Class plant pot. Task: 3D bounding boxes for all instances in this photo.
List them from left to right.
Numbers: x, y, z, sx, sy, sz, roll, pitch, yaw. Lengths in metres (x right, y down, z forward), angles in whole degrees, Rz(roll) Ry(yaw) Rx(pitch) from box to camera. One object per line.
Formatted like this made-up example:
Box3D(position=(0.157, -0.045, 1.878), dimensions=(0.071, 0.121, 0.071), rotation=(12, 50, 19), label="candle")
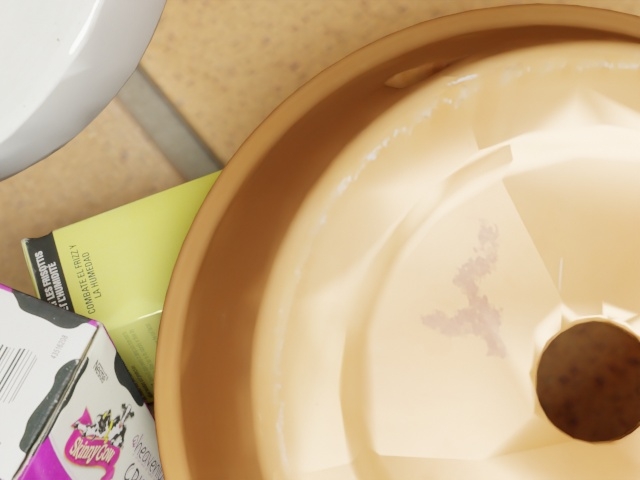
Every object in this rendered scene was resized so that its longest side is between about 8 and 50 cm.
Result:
Box3D(position=(0.080, 0.051, 0.636), dimensions=(0.291, 0.203, 0.290), rotation=(0, 86, 0), label="plant pot")

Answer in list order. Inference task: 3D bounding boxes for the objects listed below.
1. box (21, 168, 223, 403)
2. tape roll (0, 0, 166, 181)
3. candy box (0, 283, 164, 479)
Box3D(position=(0.000, 0.000, 0.792), dimensions=(0.232, 0.087, 0.058), rotation=(-20, 62, 0), label="box")
Box3D(position=(-0.207, -0.153, 0.826), dimensions=(0.286, 0.100, 0.286), rotation=(1, 94, 10), label="tape roll")
Box3D(position=(-0.182, 0.053, 0.754), dimensions=(0.233, 0.159, 0.071), rotation=(20, 67, 17), label="candy box")
